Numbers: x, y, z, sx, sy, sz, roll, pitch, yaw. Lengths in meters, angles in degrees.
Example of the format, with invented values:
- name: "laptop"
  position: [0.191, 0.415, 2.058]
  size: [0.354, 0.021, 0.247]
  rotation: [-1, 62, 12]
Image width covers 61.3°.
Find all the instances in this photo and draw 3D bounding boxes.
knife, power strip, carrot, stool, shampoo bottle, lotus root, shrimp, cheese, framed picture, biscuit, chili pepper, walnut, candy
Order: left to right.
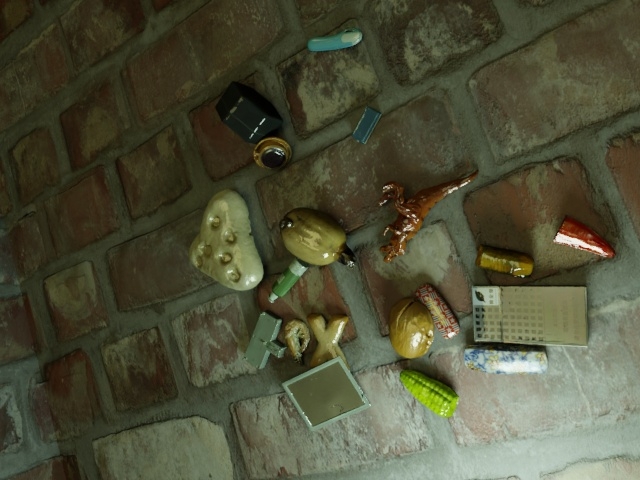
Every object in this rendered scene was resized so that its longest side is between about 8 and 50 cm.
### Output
- name: "cheese"
  position: [-0.329, 0.013, 2.078]
  size: [0.328, 0.129, 0.351]
  rotation: [36, 107, 24]
- name: "stool"
  position: [-0.265, -0.465, 1.986]
  size: [0.141, 0.232, 0.232]
  rotation: [-47, 71, 20]
- name: "power strip"
  position: [-0.200, 0.391, 2.054]
  size: [0.145, 0.061, 0.216]
  rotation: [26, 102, 25]
- name: "shampoo bottle"
  position: [-0.130, 0.152, 2.019]
  size: [0.065, 0.065, 0.204]
  rotation: [47, 109, 19]
- name: "shrimp"
  position: [-0.081, 0.381, 2.012]
  size: [0.099, 0.041, 0.180]
  rotation: [-13, 83, 12]
- name: "lotus root"
  position: [0.000, 0.000, 1.892]
  size: [0.309, 0.182, 0.183]
  rotation: [28, 103, 21]
- name: "framed picture"
  position: [0.018, 0.552, 1.942]
  size: [0.273, 0.016, 0.217]
  rotation: [-30, 93, 24]
- name: "biscuit"
  position: [0.027, 0.369, 1.947]
  size: [0.164, 0.047, 0.208]
  rotation: [-3, 89, 25]
- name: "knife"
  position: [0.049, -0.718, 1.938]
  size: [0.221, 0.031, 0.064]
  rotation: [2, 95, 30]
- name: "power strip"
  position: [0.159, -0.401, 1.882]
  size: [0.056, 0.032, 0.123]
  rotation: [35, 106, 23]
- name: "walnut"
  position: [0.284, 0.299, 1.771]
  size: [0.167, 0.087, 0.212]
  rotation: [9, 105, 37]
- name: "candy"
  position: [0.348, 0.489, 1.762]
  size: [0.209, 0.096, 0.097]
  rotation: [30, 103, 29]
- name: "carrot"
  position: [0.563, 0.063, 1.655]
  size: [0.173, 0.082, 0.082]
  rotation: [12, 96, 23]
- name: "chili pepper"
  position: [0.771, 0.001, 1.563]
  size: [0.168, 0.065, 0.088]
  rotation: [29, 104, 20]

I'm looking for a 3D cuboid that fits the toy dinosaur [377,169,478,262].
- name: "toy dinosaur"
  position: [0.297, -0.121, 1.781]
  size: [0.208, 0.097, 0.432]
  rotation: [40, 111, 6]

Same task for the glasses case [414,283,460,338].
- name: "glasses case"
  position: [0.383, 0.229, 1.764]
  size: [0.073, 0.049, 0.195]
  rotation: [-39, 74, 21]

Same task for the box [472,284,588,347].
- name: "box"
  position: [0.631, 0.226, 1.641]
  size: [0.324, 0.047, 0.181]
  rotation: [-2, 89, 26]

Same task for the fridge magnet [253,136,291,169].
- name: "fridge magnet"
  position: [-0.177, -0.319, 2.000]
  size: [0.143, 0.143, 0.063]
  rotation: [-36, 38, 22]

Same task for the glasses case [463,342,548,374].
- name: "glasses case"
  position: [0.568, 0.364, 1.661]
  size: [0.247, 0.065, 0.087]
  rotation: [-2, 101, 25]
